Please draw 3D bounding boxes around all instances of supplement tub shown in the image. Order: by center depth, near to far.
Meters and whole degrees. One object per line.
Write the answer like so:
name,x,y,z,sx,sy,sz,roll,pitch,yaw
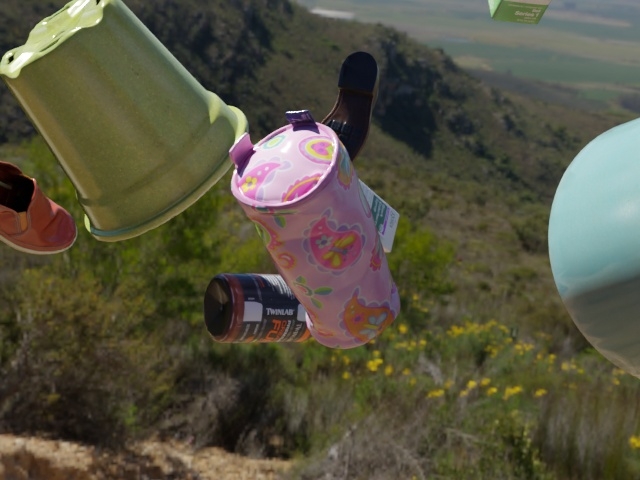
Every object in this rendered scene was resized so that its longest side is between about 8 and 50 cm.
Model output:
supplement tub,-0.070,0.103,1.312,0.198,0.106,0.106,3,18,-33

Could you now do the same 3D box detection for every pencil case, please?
pencil case,0.000,0.000,0.926,0.124,0.284,0.124,-11,50,14

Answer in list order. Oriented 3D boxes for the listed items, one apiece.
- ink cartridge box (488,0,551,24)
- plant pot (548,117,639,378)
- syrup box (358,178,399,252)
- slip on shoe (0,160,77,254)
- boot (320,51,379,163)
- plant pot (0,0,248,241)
ink cartridge box,0.454,-0.635,1.846,0.117,0.278,0.201,4,60,-12
plant pot,0.401,-0.013,0.812,0.293,0.293,0.235,0,-12,-11
syrup box,0.064,-0.063,1.825,0.096,0.093,0.237,-2,-26,39
slip on shoe,-0.538,-0.063,1.545,0.101,0.123,0.331,-12,-26,19
boot,0.048,-0.175,1.355,0.082,0.219,0.106,20,-2,14
plant pot,-0.280,-0.183,1.165,0.276,0.254,0.276,-25,33,18
